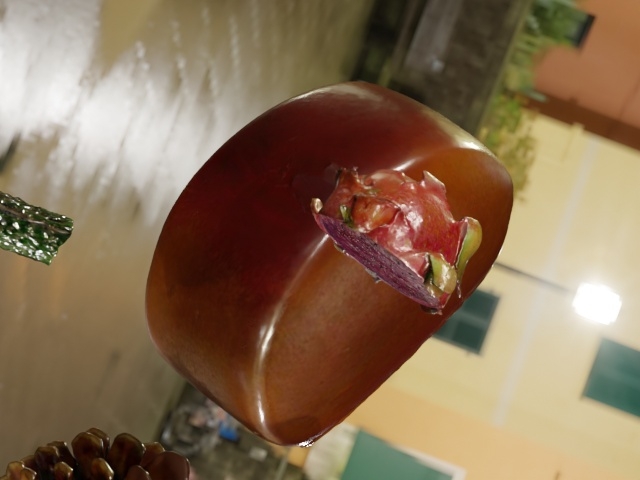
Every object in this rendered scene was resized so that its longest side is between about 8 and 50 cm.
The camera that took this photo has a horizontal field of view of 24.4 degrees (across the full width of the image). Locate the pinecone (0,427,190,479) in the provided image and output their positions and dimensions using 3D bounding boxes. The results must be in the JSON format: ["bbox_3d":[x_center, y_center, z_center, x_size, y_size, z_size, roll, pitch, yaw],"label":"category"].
[{"bbox_3d":[-0.262,0.333,1.623,0.264,0.264,0.264,21,90,-87],"label":"pinecone"}]

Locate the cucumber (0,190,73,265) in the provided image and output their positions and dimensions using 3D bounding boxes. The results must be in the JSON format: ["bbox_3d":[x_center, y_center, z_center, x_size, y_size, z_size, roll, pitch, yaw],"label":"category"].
[{"bbox_3d":[-0.334,-0.033,1.436,0.058,0.187,0.058,-53,-158,32],"label":"cucumber"}]

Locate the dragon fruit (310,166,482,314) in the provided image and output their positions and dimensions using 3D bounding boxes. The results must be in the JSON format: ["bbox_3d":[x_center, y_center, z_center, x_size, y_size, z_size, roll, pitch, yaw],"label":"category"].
[{"bbox_3d":[0.052,-0.010,0.951,0.068,0.112,0.126,-52,180,-9],"label":"dragon fruit"}]

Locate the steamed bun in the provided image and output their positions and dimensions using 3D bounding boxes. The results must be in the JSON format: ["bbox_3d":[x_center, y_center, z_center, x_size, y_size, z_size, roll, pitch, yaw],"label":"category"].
[{"bbox_3d":[0.000,0.000,1.481,0.379,0.235,0.248,-44,142,-12],"label":"steamed bun"}]
